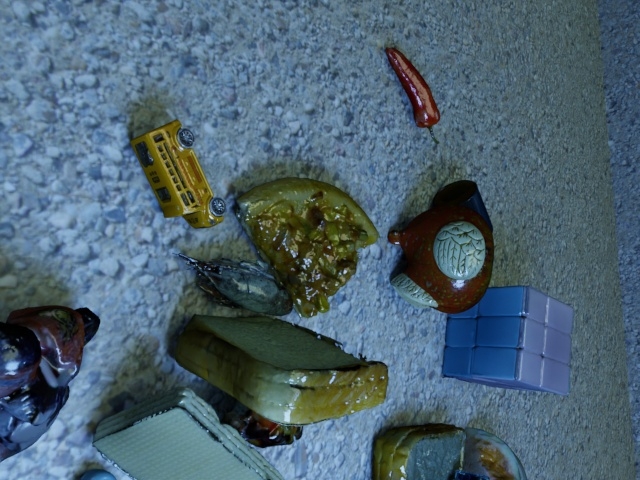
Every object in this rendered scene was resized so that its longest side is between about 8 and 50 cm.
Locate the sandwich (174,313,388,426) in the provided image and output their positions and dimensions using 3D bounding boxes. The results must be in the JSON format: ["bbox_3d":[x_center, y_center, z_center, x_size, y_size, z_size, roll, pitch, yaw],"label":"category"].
[{"bbox_3d":[-0.061,0.179,0.785,0.226,0.251,0.087,12,91,-47],"label":"sandwich"}]

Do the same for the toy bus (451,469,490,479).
[{"bbox_3d":[0.311,0.577,1.132,0.092,0.079,0.160,52,47,-38],"label":"toy bus"}]

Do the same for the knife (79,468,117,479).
[{"bbox_3d":[-0.233,0.375,0.745,0.244,0.032,0.058,51,44,-37],"label":"knife"}]

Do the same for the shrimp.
[{"bbox_3d":[-0.130,0.062,0.855,0.232,0.079,0.090,30,102,-36],"label":"shrimp"}]

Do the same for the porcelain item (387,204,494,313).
[{"bbox_3d":[0.257,0.035,1.209,0.253,0.253,0.253,6,81,-47],"label":"porcelain item"}]

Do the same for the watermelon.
[{"bbox_3d":[0.441,0.624,1.290,0.188,0.175,0.322,36,52,-27],"label":"watermelon"}]

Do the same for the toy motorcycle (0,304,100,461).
[{"bbox_3d":[-0.358,0.196,0.502,0.134,0.207,0.401,41,56,-2],"label":"toy motorcycle"}]

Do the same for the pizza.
[{"bbox_3d":[-0.010,-0.033,0.991,0.268,0.087,0.258,58,46,-23],"label":"pizza"}]

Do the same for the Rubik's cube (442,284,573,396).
[{"bbox_3d":[0.463,0.249,1.343,0.221,0.231,0.225,21,70,-34],"label":"Rubik's cube"}]

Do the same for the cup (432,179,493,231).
[{"bbox_3d":[0.372,-0.075,1.382,0.150,0.113,0.138,-54,125,-34],"label":"cup"}]

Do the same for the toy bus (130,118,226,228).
[{"bbox_3d":[-0.206,-0.086,0.789,0.074,0.069,0.162,-36,111,-42],"label":"toy bus"}]

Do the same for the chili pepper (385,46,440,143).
[{"bbox_3d":[0.232,-0.348,1.301,0.272,0.063,0.071,58,36,-22],"label":"chili pepper"}]

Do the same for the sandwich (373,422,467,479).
[{"bbox_3d":[0.212,0.547,1.153,0.271,0.099,0.301,14,77,-50],"label":"sandwich"}]

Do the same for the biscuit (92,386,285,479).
[{"bbox_3d":[-0.166,0.302,0.738,0.252,0.150,0.052,54,18,-27],"label":"biscuit"}]

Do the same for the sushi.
[{"bbox_3d":[-0.091,0.274,0.855,0.226,0.097,0.103,54,32,-61],"label":"sushi"}]
